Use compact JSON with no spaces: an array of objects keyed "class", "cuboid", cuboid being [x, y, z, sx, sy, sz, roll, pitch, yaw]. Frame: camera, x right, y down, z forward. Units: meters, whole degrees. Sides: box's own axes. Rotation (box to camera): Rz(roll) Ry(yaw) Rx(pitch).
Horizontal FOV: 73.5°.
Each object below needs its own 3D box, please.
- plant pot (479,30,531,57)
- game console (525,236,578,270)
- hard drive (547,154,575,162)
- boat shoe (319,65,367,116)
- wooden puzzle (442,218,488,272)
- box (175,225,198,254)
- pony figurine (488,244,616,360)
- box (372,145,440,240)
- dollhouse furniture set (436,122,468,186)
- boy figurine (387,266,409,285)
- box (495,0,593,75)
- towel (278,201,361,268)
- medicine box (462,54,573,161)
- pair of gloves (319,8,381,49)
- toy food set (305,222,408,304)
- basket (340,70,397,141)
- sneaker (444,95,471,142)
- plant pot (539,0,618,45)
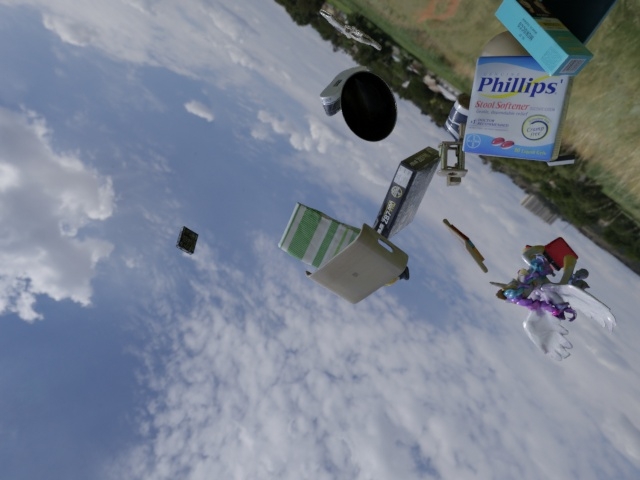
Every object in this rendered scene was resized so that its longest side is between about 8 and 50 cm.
[{"class":"plant pot","cuboid":[0.802,-0.704,1.750,0.256,0.256,0.274,31,-149,-11]},{"class":"game console","cuboid":[0.910,0.046,1.691,0.144,0.085,0.124,41,177,-21]},{"class":"hard drive","cuboid":[0.940,-0.313,1.675,0.094,0.022,0.135,-3,-178,31]},{"class":"boat shoe","cuboid":[0.104,-0.615,1.763,0.108,0.102,0.301,12,-130,32]},{"class":"wooden puzzle","cuboid":[0.668,0.017,1.964,0.221,0.044,0.238,44,-166,-30]},{"class":"box","cuboid":[-0.472,0.000,1.519,0.067,0.018,0.083,37,-135,-41]},{"class":"pony figurine","cuboid":[0.780,0.184,1.456,0.351,0.303,0.363,41,-132,19]},{"class":"box","cuboid":[0.400,-0.213,1.980,0.097,0.395,0.318,35,-141,22]},{"class":"dollhouse furniture set","cuboid":[0.472,-0.310,1.572,0.101,0.182,0.161,4,168,7]},{"class":"boy figurine","cuboid":[0.329,0.196,2.268,0.285,0.092,0.177,-8,-173,-30]},{"class":"box","cuboid":[0.546,-0.508,1.055,0.100,0.060,0.244,-12,-118,-26]},{"class":"towel","cuboid":[0.000,0.000,1.885,0.325,0.248,0.038,25,-163,-2]},{"class":"medicine box","cuboid":[0.608,-0.405,1.320,0.263,0.289,0.149,14,-161,32]},{"class":"pair of gloves","cuboid":[0.125,-0.861,1.773,0.240,0.042,0.204,39,-157,21]},{"class":"toy food set","cuboid":[0.124,0.090,1.515,0.220,0.306,0.092,34,-145,-24]},{"class":"basket","cuboid":[0.140,-0.424,1.320,0.204,0.154,0.227,62,-168,-21]},{"class":"sneaker","cuboid":[0.608,-0.423,1.610,0.282,0.153,0.099,22,-126,-2]},{"class":"plant pot","cuboid":[0.677,-0.744,1.236,0.247,0.248,0.252,15,-152,-31]}]
